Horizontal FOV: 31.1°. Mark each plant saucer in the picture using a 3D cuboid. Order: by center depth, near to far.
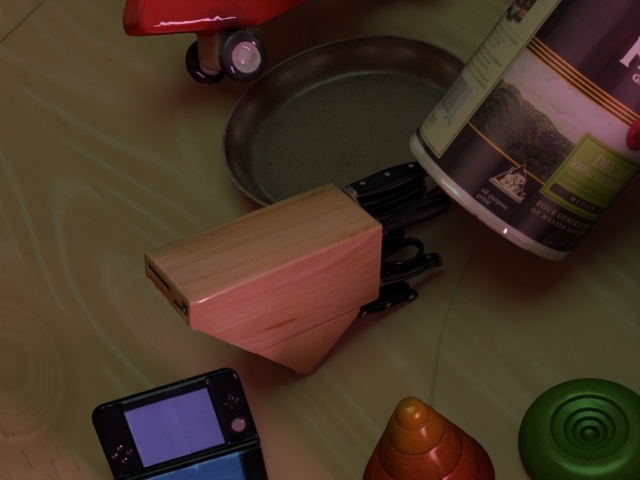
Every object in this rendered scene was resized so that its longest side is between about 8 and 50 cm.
[{"bbox_3d":[0.040,-0.124,1.338,0.310,0.050,0.311,-7,46,8],"label":"plant saucer"}]

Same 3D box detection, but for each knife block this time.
[{"bbox_3d":[0.000,0.000,1.108,0.242,0.275,0.088,-53,50,6],"label":"knife block"}]

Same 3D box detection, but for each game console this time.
[{"bbox_3d":[-0.128,0.202,1.056,0.144,0.124,0.085,-17,19,-1],"label":"game console"}]

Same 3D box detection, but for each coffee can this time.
[{"bbox_3d":[0.245,-0.146,1.109,0.275,0.201,0.201,-53,44,20],"label":"coffee can"}]

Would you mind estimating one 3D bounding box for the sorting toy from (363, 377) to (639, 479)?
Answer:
[{"bbox_3d":[0.205,0.148,0.985,0.365,0.126,0.127,-14,46,3],"label":"sorting toy"}]

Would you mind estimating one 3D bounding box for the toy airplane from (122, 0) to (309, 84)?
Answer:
[{"bbox_3d":[-0.040,-0.391,1.445,0.386,0.272,0.384,-18,18,23],"label":"toy airplane"}]
